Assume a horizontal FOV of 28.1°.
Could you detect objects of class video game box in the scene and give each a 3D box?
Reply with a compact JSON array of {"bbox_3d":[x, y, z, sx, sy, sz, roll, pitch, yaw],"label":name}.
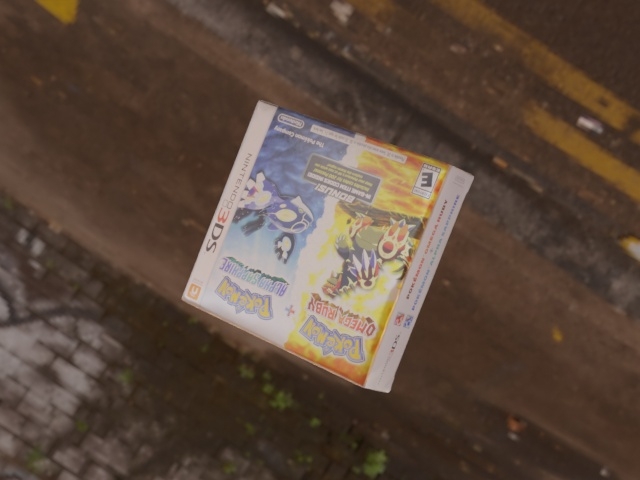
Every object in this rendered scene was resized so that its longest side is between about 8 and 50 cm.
[{"bbox_3d":[0.000,0.000,1.045,0.205,0.187,0.048,22,-177,35],"label":"video game box"}]
